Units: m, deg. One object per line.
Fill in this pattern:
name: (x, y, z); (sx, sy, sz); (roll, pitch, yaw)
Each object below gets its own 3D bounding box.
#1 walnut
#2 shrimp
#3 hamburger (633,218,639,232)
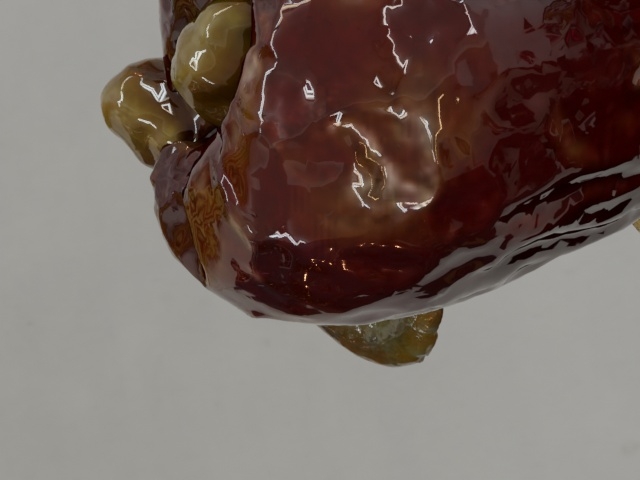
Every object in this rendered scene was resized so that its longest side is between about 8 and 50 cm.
walnut: (0.052, -0.077, 0.793); (0.244, 0.269, 0.222); (141, 119, -63)
shrimp: (-0.001, 0.001, 1.065); (0.178, 0.034, 0.124); (44, 147, 11)
hamburger: (0.434, -0.056, 1.963); (0.158, 0.319, 0.318); (-46, 66, -8)
